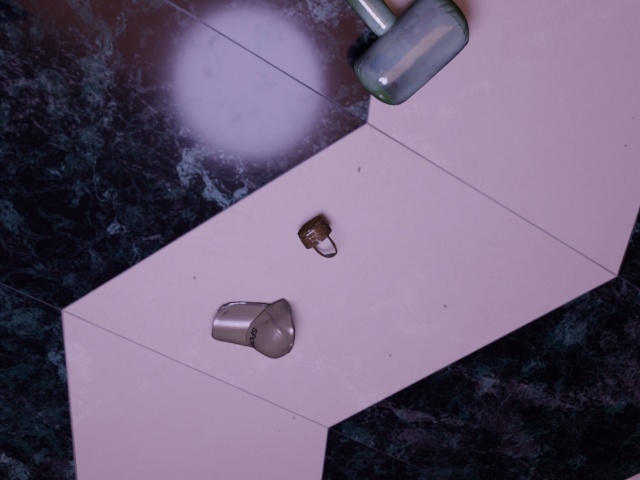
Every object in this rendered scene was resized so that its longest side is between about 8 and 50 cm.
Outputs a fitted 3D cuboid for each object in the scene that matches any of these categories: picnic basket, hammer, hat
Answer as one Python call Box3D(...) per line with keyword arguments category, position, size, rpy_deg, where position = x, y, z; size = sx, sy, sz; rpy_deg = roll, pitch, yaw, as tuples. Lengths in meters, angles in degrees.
Box3D(category="picnic basket", position=(0.000, 0.000, 1.307), size=(0.072, 0.072, 0.083), rpy_deg=(-34, 104, 12))
Box3D(category="hammer", position=(0.084, -0.402, 1.107), size=(0.206, 0.119, 0.335), rpy_deg=(-43, 105, 13))
Box3D(category="hat", position=(-0.144, 0.204, 1.385), size=(0.175, 0.085, 0.147), rpy_deg=(3, 116, -7))
